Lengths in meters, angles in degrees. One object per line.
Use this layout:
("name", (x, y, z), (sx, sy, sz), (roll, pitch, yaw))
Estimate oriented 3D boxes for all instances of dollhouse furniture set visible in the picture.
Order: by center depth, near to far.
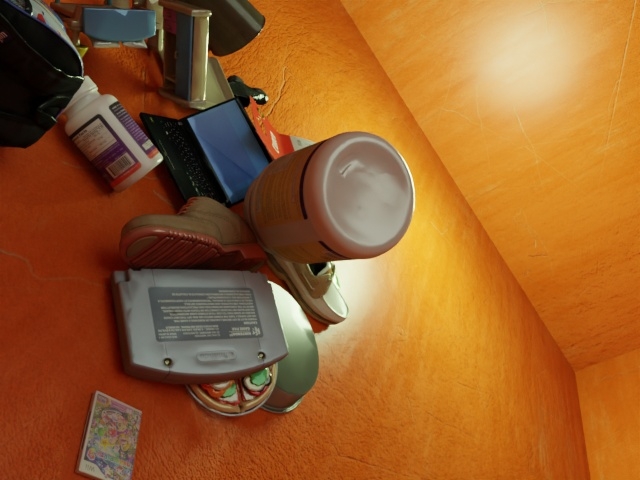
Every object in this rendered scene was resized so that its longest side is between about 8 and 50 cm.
("dollhouse furniture set", (-0.420, -0.395, 1.349), (0.303, 0.198, 0.286), (-14, 32, -40))

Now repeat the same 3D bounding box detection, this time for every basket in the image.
("basket", (-0.281, -0.608, 1.673), (0.227, 0.204, 0.154), (45, 68, -38))

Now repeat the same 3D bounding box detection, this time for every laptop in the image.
("laptop", (-0.227, -0.194, 1.422), (0.234, 0.137, 0.264), (61, 15, 3))

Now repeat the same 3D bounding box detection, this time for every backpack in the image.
("backpack", (-0.485, -0.261, 0.920), (0.263, 0.276, 0.213), (33, 24, -50))

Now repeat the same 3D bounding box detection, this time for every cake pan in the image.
("cake pan", (-0.100, 0.205, 1.349), (0.293, 0.054, 0.293), (42, 32, -34))

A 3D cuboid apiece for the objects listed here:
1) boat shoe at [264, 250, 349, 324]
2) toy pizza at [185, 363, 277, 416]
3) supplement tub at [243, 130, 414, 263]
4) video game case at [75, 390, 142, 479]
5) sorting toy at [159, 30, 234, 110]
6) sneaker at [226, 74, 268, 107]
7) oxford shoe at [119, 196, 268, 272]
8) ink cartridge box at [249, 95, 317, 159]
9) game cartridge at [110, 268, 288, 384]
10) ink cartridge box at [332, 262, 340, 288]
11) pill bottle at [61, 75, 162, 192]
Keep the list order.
("boat shoe", (-0.016, 0.087, 1.565), (0.302, 0.103, 0.113), (47, 29, -27))
("toy pizza", (-0.160, 0.213, 1.179), (0.201, 0.032, 0.201), (18, 56, -29))
("supplement tub", (0.004, -0.074, 1.330), (0.241, 0.331, 0.241), (3, 85, -31))
("video game case", (-0.302, 0.287, 0.944), (0.087, 0.011, 0.122), (41, 32, -36))
("sorting toy", (-0.300, -0.380, 1.594), (0.196, 0.047, 0.347), (-5, 67, -57))
("sneaker", (-0.204, -0.385, 1.771), (0.170, 0.051, 0.089), (24, 43, -45))
("oxford shoe", (-0.246, -0.010, 1.225), (0.146, 0.140, 0.397), (65, 15, 16))
("ink cartridge box", (-0.028, -0.206, 1.691), (0.385, 0.091, 0.308), (50, 11, -27))
("game cartridge", (-0.202, 0.145, 1.127), (0.297, 0.062, 0.198), (4, 63, -37))
("ink cartridge box", (0.000, 0.000, 1.745), (0.171, 0.056, 0.235), (25, 41, -52))
("pill bottle", (-0.383, -0.191, 1.172), (0.193, 0.108, 0.108), (53, 26, -16))
